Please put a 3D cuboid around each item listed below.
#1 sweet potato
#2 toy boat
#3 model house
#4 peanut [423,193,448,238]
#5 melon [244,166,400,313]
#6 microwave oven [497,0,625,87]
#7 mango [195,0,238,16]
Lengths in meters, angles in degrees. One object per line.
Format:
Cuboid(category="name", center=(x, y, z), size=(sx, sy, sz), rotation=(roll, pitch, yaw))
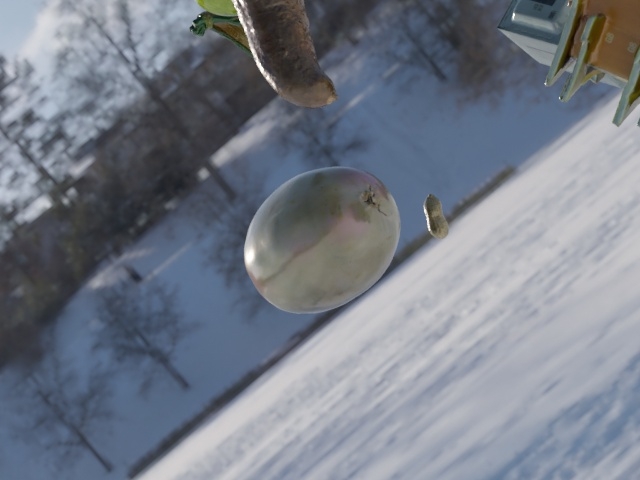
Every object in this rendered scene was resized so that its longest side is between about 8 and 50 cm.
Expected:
Cuboid(category="sweet potato", center=(-0.064, -0.318, 1.631), size=(0.092, 0.341, 0.114), rotation=(-12, -9, -30))
Cuboid(category="toy boat", center=(-0.113, -0.323, 2.117), size=(0.089, 0.229, 0.088), rotation=(0, 64, 57))
Cuboid(category="model house", center=(0.400, -0.281, 1.618), size=(0.313, 0.242, 0.357), rotation=(-58, -22, -4))
Cuboid(category="peanut", center=(0.201, -0.042, 2.225), size=(0.037, 0.083, 0.037), rotation=(-9, -13, -2))
Cuboid(category="melon", center=(0.000, 0.000, 2.102), size=(0.223, 0.223, 0.317), rotation=(-39, -2, -39))
Cuboid(category="microwave oven", center=(0.440, -0.368, 2.208), size=(0.208, 0.162, 0.122), rotation=(29, 89, 48))
Cuboid(category="mango", center=(-0.121, -0.398, 1.887), size=(0.163, 0.117, 0.089), rotation=(-42, -19, -27))
